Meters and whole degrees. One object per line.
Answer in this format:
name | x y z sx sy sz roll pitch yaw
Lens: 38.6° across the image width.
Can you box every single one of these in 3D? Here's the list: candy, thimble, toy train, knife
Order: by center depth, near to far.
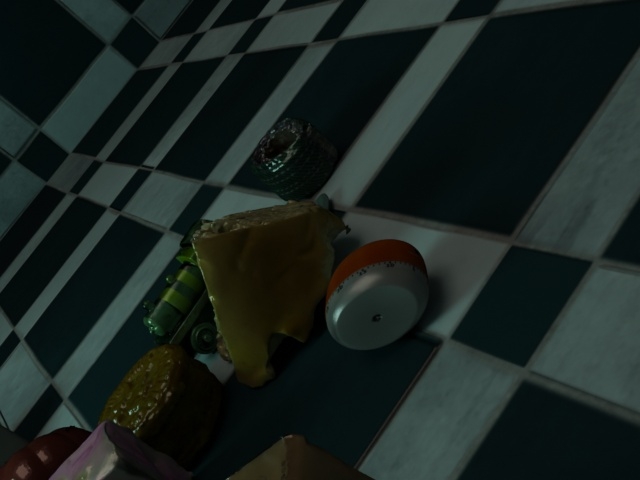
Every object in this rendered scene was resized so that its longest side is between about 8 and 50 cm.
candy | -0.281 0.361 1.096 0.265 0.155 0.116 -47 22 4
knife | 0.001 0.000 1.307 0.028 0.015 0.210 -30 32 25
toy train | -0.183 0.080 1.356 0.083 0.132 0.200 -8 45 56
thimble | -0.045 -0.131 1.474 0.135 0.090 0.118 6 62 58

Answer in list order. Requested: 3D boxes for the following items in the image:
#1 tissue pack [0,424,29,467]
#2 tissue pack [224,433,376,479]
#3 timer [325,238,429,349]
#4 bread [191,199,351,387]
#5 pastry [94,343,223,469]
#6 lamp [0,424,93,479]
tissue pack | -0.630 0.436 1.576 0.159 0.136 0.246 -37 27 23
tissue pack | -0.014 0.340 0.631 0.238 0.238 0.305 -37 29 25
timer | 0.065 0.054 1.042 0.136 0.099 0.136 -31 21 13
bread | -0.051 0.053 1.223 0.211 0.224 0.183 -16 17 -9
pastry | -0.220 0.236 1.230 0.188 0.103 0.189 -38 27 24
lamp | -0.367 0.346 1.268 0.182 0.140 0.182 -37 -19 -15
